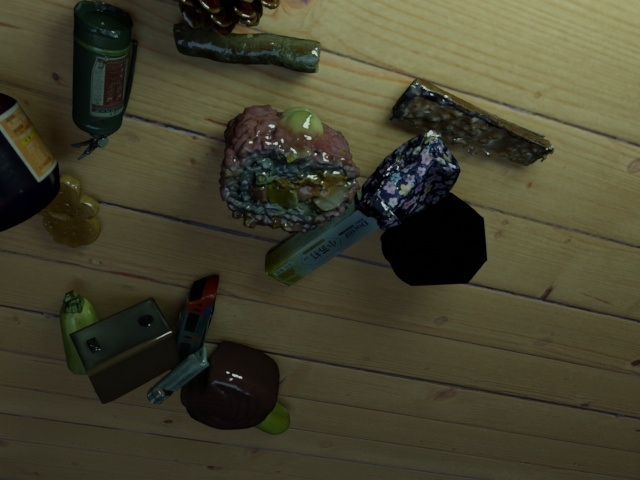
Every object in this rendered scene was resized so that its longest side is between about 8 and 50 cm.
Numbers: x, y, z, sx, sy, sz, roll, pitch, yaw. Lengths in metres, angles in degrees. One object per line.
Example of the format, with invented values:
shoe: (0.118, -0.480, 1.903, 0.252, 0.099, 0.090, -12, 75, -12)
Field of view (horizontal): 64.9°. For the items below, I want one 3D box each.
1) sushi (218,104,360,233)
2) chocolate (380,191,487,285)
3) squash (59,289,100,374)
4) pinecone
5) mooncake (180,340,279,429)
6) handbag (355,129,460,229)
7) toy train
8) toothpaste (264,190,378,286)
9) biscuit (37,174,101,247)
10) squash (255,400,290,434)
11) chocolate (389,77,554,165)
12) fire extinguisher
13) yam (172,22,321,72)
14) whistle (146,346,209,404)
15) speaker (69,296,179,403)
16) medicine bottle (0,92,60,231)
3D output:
sushi: (-0.058, -0.149, 0.977, 0.269, 0.171, 0.237, 9, 134, -10)
chocolate: (0.263, -0.009, 1.157, 0.224, 0.207, 0.177, -5, 180, 19)
squash: (-0.677, 0.232, 1.433, 0.137, 0.137, 0.288, 4, 121, -2)
pinecone: (-0.124, -0.408, 0.720, 0.185, 0.169, 0.212, 23, 146, -39)
mooncake: (-0.289, 0.470, 1.603, 0.325, 0.174, 0.334, -10, 135, 15)
handbag: (0.167, -0.109, 0.980, 0.207, 0.228, 0.127, -36, 85, 14)
toy train: (-0.363, 0.241, 1.431, 0.089, 0.086, 0.410, 15, 134, -11)
toothpaste: (0.000, 0.000, 1.197, 0.312, 0.071, 0.089, -35, 129, 30)
biscuit: (-0.586, -0.065, 1.166, 0.165, 0.036, 0.226, 1, 138, 2)
squash: (-0.174, 0.627, 1.796, 0.123, 0.123, 0.186, -25, 133, 24)
chocolate: (0.294, -0.224, 0.971, 0.329, 0.065, 0.102, 18, 152, -15)
fire extinguisher: (-0.400, -0.271, 0.916, 0.093, 0.118, 0.294, 39, 133, 12)
yam: (-0.126, -0.332, 0.871, 0.252, 0.061, 0.061, 6, 135, -4)
whistle: (-0.419, 0.404, 1.491, 0.062, 0.062, 0.312, 30, 128, -26)
speaker: (-0.526, 0.296, 1.376, 0.230, 0.153, 0.193, -25, 142, -27)
medicine bottle: (-0.654, -0.221, 0.880, 0.242, 0.243, 0.395, -9, 125, 10)
